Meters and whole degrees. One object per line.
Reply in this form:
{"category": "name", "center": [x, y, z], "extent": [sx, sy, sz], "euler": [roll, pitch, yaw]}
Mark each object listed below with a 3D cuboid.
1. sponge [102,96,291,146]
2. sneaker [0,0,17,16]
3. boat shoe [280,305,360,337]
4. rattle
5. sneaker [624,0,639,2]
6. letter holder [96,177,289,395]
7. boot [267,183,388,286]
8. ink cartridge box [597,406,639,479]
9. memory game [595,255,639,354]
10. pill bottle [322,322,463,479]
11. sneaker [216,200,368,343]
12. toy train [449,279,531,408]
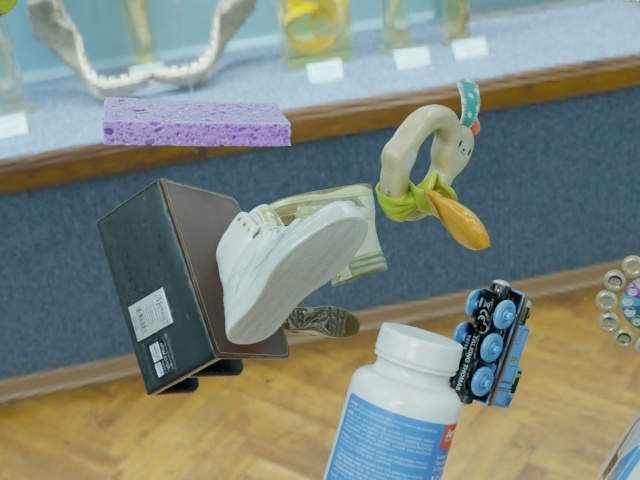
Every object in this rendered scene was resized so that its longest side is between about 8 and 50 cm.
{"category": "sponge", "center": [-0.144, -0.137, 1.170], "extent": [0.210, 0.031, 0.117], "euler": [0, 20, -9]}
{"category": "sneaker", "center": [-0.544, -0.406, 1.473], "extent": [0.091, 0.240, 0.126], "euler": [-35, 78, 8]}
{"category": "boat shoe", "center": [-0.006, 0.127, 1.593], "extent": [0.135, 0.050, 0.045], "euler": [10, -9, -13]}
{"category": "rattle", "center": [0.160, -0.087, 1.058], "extent": [0.142, 0.130, 0.199], "euler": [9, 30, 43]}
{"category": "sneaker", "center": [0.472, -0.394, 1.447], "extent": [0.068, 0.071, 0.170], "euler": [-47, 11, -11]}
{"category": "letter holder", "center": [-0.198, 0.079, 1.629], "extent": [0.152, 0.302, 0.214], "euler": [-30, -21, 27]}
{"category": "boot", "center": [0.000, 0.000, 1.741], "extent": [0.213, 0.165, 0.077], "euler": [-12, -5, -1]}
{"category": "ink cartridge box", "center": [0.509, 0.309, 1.462], "extent": [0.129, 0.223, 0.307], "euler": [33, 8, 15]}
{"category": "memory game", "center": [0.548, 0.107, 1.670], "extent": [0.186, 0.186, 0.012], "euler": [1, 16, 11]}
{"category": "pill bottle", "center": [0.080, 0.207, 1.086], "extent": [0.124, 0.222, 0.124], "euler": [15, 4, -1]}
{"category": "sneaker", "center": [-0.057, -0.002, 1.404], "extent": [0.108, 0.292, 0.169], "euler": [14, 46, -37]}
{"category": "toy train", "center": [0.242, 0.147, 1.428], "extent": [0.105, 0.184, 0.080], "euler": [15, 4, -43]}
